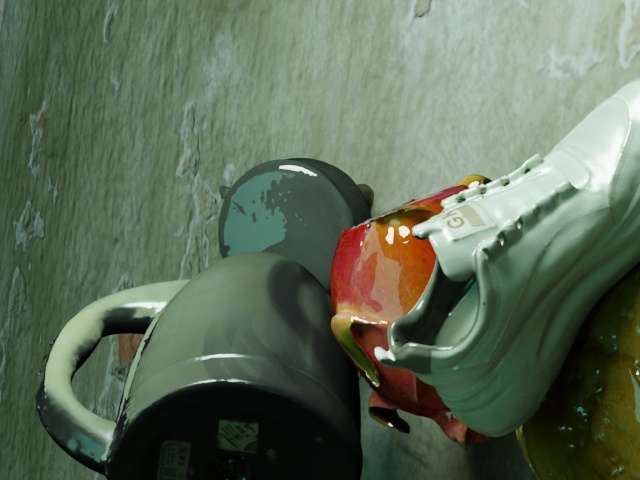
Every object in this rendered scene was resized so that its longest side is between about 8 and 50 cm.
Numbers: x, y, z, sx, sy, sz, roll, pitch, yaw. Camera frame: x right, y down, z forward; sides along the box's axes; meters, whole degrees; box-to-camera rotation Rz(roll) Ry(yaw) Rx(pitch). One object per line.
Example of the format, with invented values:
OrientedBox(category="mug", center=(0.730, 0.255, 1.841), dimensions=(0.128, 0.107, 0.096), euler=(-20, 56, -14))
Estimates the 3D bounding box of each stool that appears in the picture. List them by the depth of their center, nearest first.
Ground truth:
OrientedBox(category="stool", center=(-0.006, 0.007, 1.739), dimensions=(0.153, 0.139, 0.228), euler=(-38, 82, 20))

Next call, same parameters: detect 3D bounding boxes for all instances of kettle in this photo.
OrientedBox(category="kettle", center=(-0.111, 0.133, 1.557), dimensions=(0.324, 0.321, 0.228), euler=(-84, -4, -60))

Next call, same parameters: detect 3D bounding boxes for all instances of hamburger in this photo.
OrientedBox(category="hamburger", center=(0.264, 0.118, 1.275), dimensions=(0.285, 0.134, 0.265), euler=(8, 89, 63))

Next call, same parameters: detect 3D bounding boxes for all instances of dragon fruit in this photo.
OrientedBox(category="dragon fruit", center=(0.117, 0.061, 1.460), dimensions=(0.224, 0.224, 0.227), euler=(-11, 108, 59))

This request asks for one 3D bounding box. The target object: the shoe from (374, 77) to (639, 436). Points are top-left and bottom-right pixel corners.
OrientedBox(category="shoe", center=(0.147, -0.003, 1.234), dimensions=(0.316, 0.159, 0.124), euler=(-63, 27, 13))
